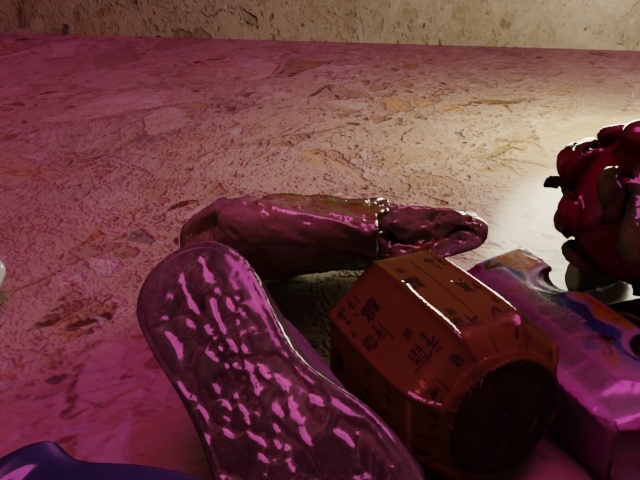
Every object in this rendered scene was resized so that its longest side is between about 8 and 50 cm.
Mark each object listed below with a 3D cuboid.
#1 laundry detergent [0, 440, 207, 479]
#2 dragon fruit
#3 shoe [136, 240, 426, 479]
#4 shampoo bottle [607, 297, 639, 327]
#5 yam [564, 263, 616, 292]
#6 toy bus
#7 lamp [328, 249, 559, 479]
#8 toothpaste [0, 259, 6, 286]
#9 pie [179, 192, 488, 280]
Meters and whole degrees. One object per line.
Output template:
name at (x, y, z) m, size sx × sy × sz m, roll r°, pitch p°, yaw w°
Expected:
laundry detergent at (-0.177, 0.198, 0.544) m, size 0.207 × 0.061 × 0.096 m, roll 7°, pitch 38°, yaw 19°
dragon fruit at (0.345, -0.038, 0.761) m, size 0.218 × 0.198 × 0.273 m, roll 41°, pitch 0°, yaw 1°
shoe at (-0.024, 0.148, 0.594) m, size 0.124 × 0.159 × 0.316 m, roll -33°, pitch 65°, yaw -8°
shampoo bottle at (0.426, 0.077, 0.776) m, size 0.260 × 0.064 × 0.102 m, roll -9°, pitch 17°, yaw -18°
yam at (0.331, 0.035, 0.900) m, size 0.094 × 0.043 × 0.043 m, roll -11°, pitch 26°, yaw -21°
toy bus at (0.228, 0.107, 0.691) m, size 0.112 × 0.090 × 0.274 m, roll -16°, pitch 28°, yaw -15°
lamp at (0.098, 0.101, 0.636) m, size 0.161 × 0.161 × 0.185 m, roll -13°, pitch 28°, yaw -24°
toothpaste at (-0.388, 0.084, 0.830) m, size 0.071 × 0.045 × 0.193 m, roll -3°, pitch 30°, yaw -4°
pie at (0.000, 0.000, 0.800) m, size 0.338 × 0.075 × 0.337 m, roll -3°, pitch -6°, yaw 0°
